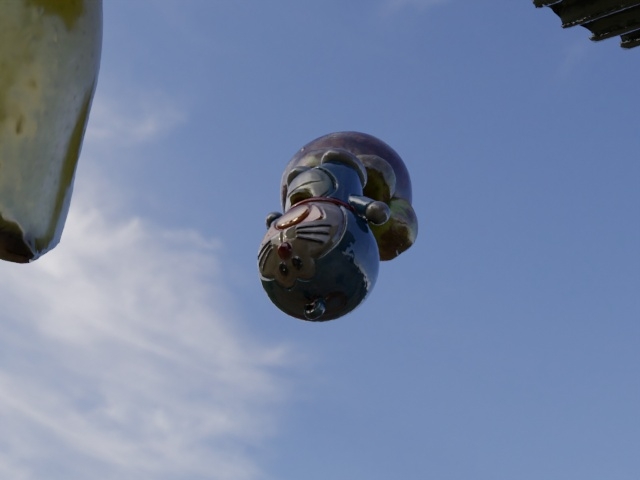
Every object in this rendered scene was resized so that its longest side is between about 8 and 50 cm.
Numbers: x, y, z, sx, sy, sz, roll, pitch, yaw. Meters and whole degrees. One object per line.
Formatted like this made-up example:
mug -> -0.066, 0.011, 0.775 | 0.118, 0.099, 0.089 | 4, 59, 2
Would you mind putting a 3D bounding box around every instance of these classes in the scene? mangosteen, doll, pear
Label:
mangosteen -> 0.034, -0.053, 1.271 | 0.156, 0.145, 0.181 | 12, -14, -1
doll -> 0.000, 0.000, 0.848 | 0.114, 0.152, 0.085 | -25, -54, 28
pear -> -0.194, -0.127, 0.570 | 0.267, 0.178, 0.267 | 40, 3, -3

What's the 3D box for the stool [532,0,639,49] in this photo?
stool -> 0.264, -0.265, 0.601 | 0.297, 0.297, 0.330 | 32, -10, -19
